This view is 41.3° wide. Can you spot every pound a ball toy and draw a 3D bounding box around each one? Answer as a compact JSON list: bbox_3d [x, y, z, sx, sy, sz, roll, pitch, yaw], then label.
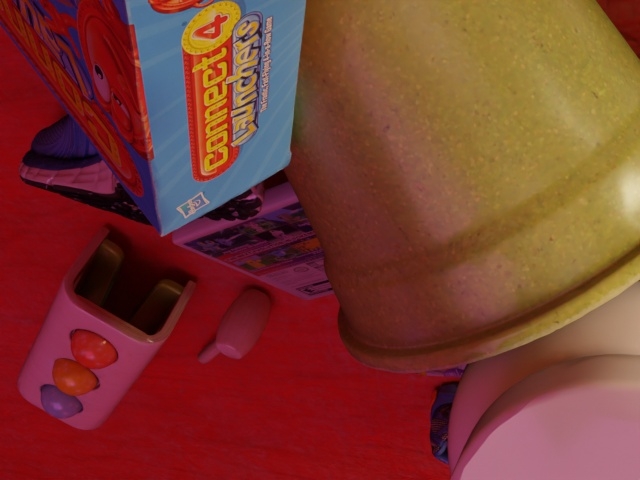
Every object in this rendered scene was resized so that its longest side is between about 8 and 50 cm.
[{"bbox_3d":[-0.220,0.132,0.984,0.208,0.135,0.319,33,139,-9],"label":"pound a ball toy"}]

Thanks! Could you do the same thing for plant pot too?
[{"bbox_3d":[0.064,-0.105,0.526,0.276,0.276,0.254,-21,110,40],"label":"plant pot"}]

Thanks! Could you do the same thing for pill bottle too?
[{"bbox_3d":[0.199,0.112,0.549,0.210,0.363,0.210,4,103,20],"label":"pill bottle"}]

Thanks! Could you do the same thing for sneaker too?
[{"bbox_3d":[-0.147,-0.096,0.729,0.130,0.147,0.330,22,166,-40],"label":"sneaker"},{"bbox_3d":[0.211,0.199,0.878,0.221,0.087,0.083,-12,128,36],"label":"sneaker"}]

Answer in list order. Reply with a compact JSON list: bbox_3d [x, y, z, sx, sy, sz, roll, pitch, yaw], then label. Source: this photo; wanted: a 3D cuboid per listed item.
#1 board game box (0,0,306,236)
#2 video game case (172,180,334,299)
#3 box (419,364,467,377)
[{"bbox_3d":[-0.127,-0.198,0.369,0.308,0.086,0.302,50,159,18],"label":"board game box"},{"bbox_3d":[0.000,0.000,0.768,0.201,0.023,0.183,-17,149,39],"label":"video game case"},{"bbox_3d":[0.149,0.089,0.828,0.179,0.043,0.105,-3,133,25],"label":"box"}]
